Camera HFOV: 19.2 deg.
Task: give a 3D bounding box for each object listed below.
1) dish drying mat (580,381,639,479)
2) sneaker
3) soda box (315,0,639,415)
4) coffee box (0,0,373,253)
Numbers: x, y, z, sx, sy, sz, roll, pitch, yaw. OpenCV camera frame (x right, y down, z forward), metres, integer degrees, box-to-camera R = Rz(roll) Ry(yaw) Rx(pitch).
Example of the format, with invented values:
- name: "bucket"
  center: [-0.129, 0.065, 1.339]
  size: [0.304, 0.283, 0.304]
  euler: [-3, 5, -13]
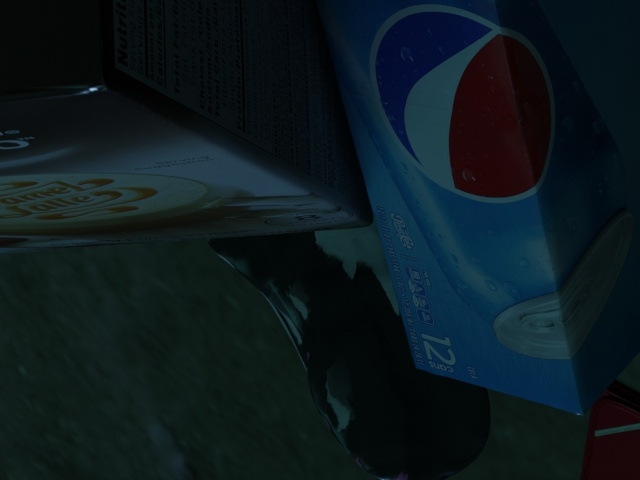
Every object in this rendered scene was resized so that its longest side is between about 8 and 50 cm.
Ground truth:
- name: "dish drying mat"
  center: [0.107, 0.085, 0.677]
  size: [0.032, 0.008, 0.083]
  euler: [27, 140, 25]
- name: "sneaker"
  center: [0.000, 0.000, 0.659]
  size: [0.077, 0.072, 0.178]
  euler: [-24, -88, -86]
- name: "soda box"
  center: [0.050, -0.056, 0.548]
  size: [0.067, 0.071, 0.210]
  euler: [13, 132, 39]
- name: "coffee box"
  center: [-0.081, -0.058, 0.507]
  size: [0.141, 0.246, 0.098]
  euler: [-5, 83, 14]
